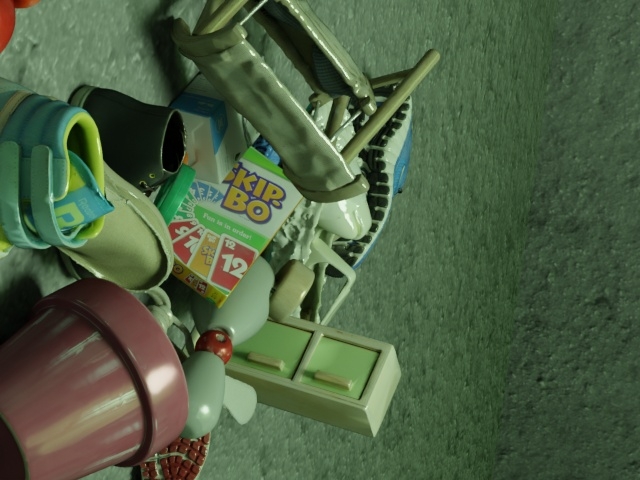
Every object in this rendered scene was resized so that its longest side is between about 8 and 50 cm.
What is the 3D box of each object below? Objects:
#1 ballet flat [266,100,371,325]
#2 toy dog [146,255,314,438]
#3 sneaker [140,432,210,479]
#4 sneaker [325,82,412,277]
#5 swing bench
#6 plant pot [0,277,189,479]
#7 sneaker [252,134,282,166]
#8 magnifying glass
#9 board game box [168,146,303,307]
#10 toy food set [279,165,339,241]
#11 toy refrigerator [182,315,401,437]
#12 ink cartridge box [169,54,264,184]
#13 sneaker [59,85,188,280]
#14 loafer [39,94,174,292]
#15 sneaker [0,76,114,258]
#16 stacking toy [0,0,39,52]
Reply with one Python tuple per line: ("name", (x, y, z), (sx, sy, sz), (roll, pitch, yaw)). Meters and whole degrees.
("ballet flat", (0.000, 0.000, 1.927), (0.147, 0.147, 0.409), (-36, 147, -60))
("toy dog", (-0.143, 0.121, 1.705), (0.334, 0.220, 0.161), (-37, 169, -49))
("sneaker", (-0.201, 0.311, 1.809), (0.093, 0.088, 0.225), (107, -1, -86))
("sneaker", (0.081, -0.084, 2.191), (0.330, 0.130, 0.147), (-68, 156, -19))
("swing bench", (-0.028, -0.212, 1.631), (0.253, 0.165, 0.254), (51, 51, -27))
("plant pot", (-0.263, 0.162, 1.387), (0.180, 0.201, 0.201), (-32, 135, -41))
("sneaker", (-0.080, -0.122, 1.845), (0.152, 0.058, 0.084), (-52, 146, -40))
("magnifying glass", (-0.169, -0.062, 1.558), (0.092, 0.026, 0.231), (-57, -170, 15))
("board game box", (-0.112, -0.035, 1.712), (0.039, 0.124, 0.259), (-52, -178, 41))
("toy food set", (-0.027, -0.079, 2.014), (0.128, 0.071, 0.218), (-36, 140, -24))
("toy refrigerator", (-0.039, 0.163, 1.835), (0.094, 0.269, 0.102), (73, 37, -55))
("ink cartridge box", (-0.114, -0.167, 1.716), (0.180, 0.060, 0.104), (-56, 151, -42))
("sneaker", (-0.210, -0.046, 1.464), (0.083, 0.118, 0.222), (-39, 139, -58))
("loafer", (-0.234, -0.025, 1.372), (0.268, 0.102, 0.092), (53, 20, -42))
("sneaker", (-0.294, -0.003, 1.143), (0.127, 0.208, 0.319), (66, 43, -61))
("stacking toy", (-0.250, -0.287, 1.215), (0.330, 0.141, 0.141), (-58, 154, -23))
